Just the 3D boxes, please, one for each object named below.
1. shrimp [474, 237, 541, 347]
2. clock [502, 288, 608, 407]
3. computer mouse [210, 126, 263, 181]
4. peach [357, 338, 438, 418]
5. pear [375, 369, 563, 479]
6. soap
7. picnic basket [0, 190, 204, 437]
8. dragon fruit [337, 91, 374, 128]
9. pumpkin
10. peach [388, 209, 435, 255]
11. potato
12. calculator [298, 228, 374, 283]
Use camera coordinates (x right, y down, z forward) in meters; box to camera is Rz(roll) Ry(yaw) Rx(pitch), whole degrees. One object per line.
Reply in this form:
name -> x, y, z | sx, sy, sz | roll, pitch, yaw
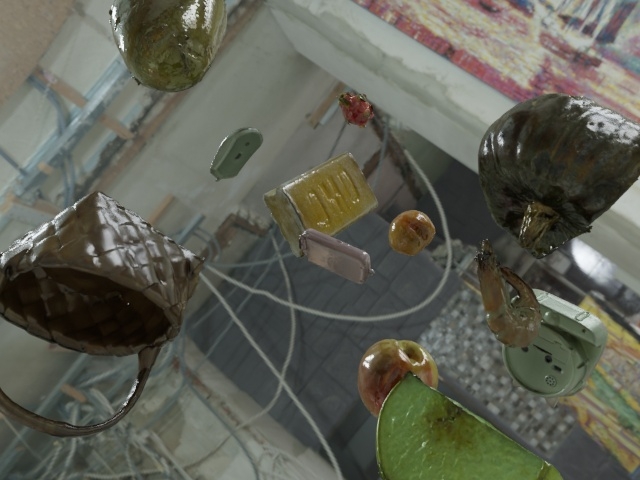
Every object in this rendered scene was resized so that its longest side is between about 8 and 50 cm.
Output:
shrimp -> 0.292, 0.080, 0.975 | 0.099, 0.180, 0.041 | -18, -7, -15
clock -> 0.644, 0.323, 1.772 | 0.108, 0.265, 0.324 | -17, -56, -44
computer mouse -> -0.136, -0.138, 0.973 | 0.056, 0.032, 0.110 | 12, -54, -49
peach -> 0.168, 0.310, 1.372 | 0.184, 0.184, 0.184 | -43, -21, -21
pear -> 0.275, 0.450, 1.160 | 0.238, 0.342, 0.318 | -50, -48, -11
soap -> 0.007, -0.092, 1.505 | 0.089, 0.173, 0.274 | -26, 6, 46
picnic basket -> -0.376, 0.135, 0.951 | 0.293, 0.337, 0.337 | 37, -87, -33
dragon fruit -> 0.092, -0.353, 1.652 | 0.116, 0.086, 0.081 | 43, -118, -53
pumpkin -> 0.366, -0.108, 1.040 | 0.242, 0.232, 0.325 | -49, -11, -21
peach -> 0.268, -0.024, 1.849 | 0.138, 0.138, 0.138 | -43, -21, -21
potato -> -0.349, -0.471, 1.403 | 0.219, 0.269, 0.359 | 68, -164, -45
calculator -> 0.032, 0.034, 1.283 | 0.032, 0.175, 0.100 | -57, -18, -29
